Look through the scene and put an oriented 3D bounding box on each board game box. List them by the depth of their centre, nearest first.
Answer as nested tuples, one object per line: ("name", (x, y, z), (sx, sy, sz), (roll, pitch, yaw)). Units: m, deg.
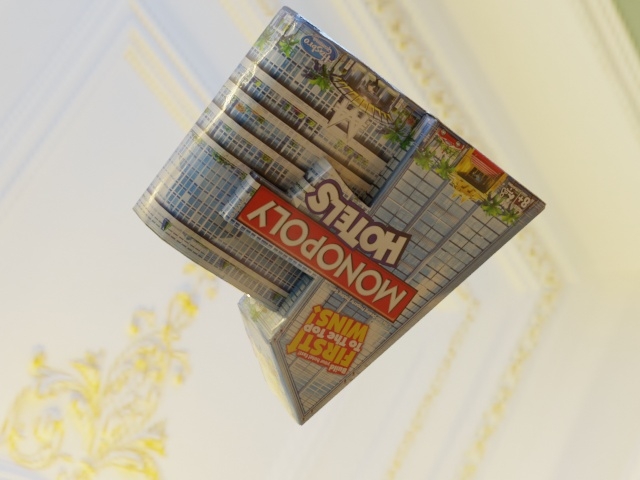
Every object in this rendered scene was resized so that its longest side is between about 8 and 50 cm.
("board game box", (0.000, 0.000, 0.809), (0.194, 0.060, 0.194), (33, -84, -32))
